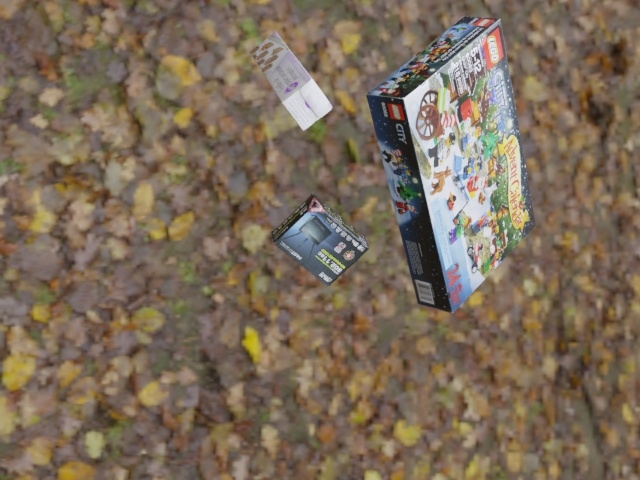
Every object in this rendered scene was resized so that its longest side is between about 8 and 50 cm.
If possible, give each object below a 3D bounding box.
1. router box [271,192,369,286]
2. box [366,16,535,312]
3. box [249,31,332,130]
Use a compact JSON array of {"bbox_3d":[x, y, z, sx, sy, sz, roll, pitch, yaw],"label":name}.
[{"bbox_3d":[0.000,0.000,1.785,0.122,0.092,0.038,39,17,-25],"label":"router box"},{"bbox_3d":[0.130,-0.072,1.113,0.159,0.044,0.233,-41,129,-35],"label":"box"},{"bbox_3d":[-0.054,-0.275,1.989,0.063,0.324,0.067,-37,115,4],"label":"box"}]
